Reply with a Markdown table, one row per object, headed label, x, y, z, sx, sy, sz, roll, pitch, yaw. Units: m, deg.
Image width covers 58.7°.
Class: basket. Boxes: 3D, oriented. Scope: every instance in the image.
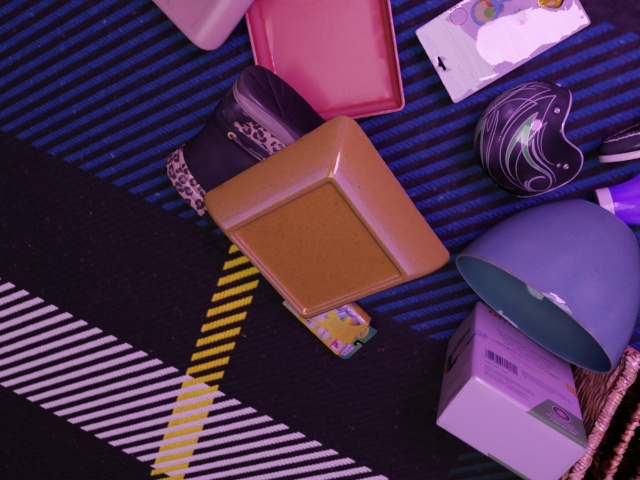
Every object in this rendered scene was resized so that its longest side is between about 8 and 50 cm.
| label | x | y | z | sx | sy | sz | roll | pitch | yaw |
| --- | --- | --- | --- | --- | --- | --- | --- | --- | --- |
| basket | 0.519 | 0.341 | 0.952 | 0.213 | 0.223 | 0.299 | 26 | 92 | 8 |

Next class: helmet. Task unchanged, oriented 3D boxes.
| label | x | y | z | sx | sy | sz | roll | pitch | yaw |
| --- | --- | --- | --- | --- | --- | --- | --- | --- | --- |
| helmet | 0.332 | -0.169 | 0.920 | 0.169 | 0.169 | 0.161 | -27 | 114 | 21 |

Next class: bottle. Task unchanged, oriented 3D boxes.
| label | x | y | z | sx | sy | sz | roll | pitch | yaw |
| --- | --- | --- | --- | --- | --- | --- | --- | --- | --- |
| bottle | 0.597 | -0.076 | 0.912 | 0.282 | 0.092 | 0.118 | -9 | 103 | 18 |

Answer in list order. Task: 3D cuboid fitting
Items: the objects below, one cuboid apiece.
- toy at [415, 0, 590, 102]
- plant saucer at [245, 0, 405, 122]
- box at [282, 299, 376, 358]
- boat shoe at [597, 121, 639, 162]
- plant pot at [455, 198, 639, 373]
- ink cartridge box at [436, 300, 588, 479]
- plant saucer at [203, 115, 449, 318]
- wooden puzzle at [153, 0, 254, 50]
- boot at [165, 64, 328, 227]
| label | x | y | z | sx | sy | sz | roll | pitch | yaw |
| --- | --- | --- | --- | --- | --- | --- | --- | --- | --- |
| toy | 0.294 | -0.346 | 0.933 | 0.237 | 0.056 | 0.137 | -29 | 94 | 16 |
| plant saucer | 0.008 | -0.342 | 1.017 | 0.258 | 0.048 | 0.259 | -7 | 104 | 17 |
| box | 0.023 | 0.151 | 1.168 | 0.179 | 0.043 | 0.105 | 45 | 112 | 1 |
| boat shoe | 0.582 | -0.219 | 0.856 | 0.340 | 0.127 | 0.113 | -19 | 100 | 18 |
| plant pot | 0.399 | 0.048 | 0.932 | 0.290 | 0.290 | 0.195 | 41 | 83 | 0 |
| ink cartridge box | 0.326 | 0.252 | 0.990 | 0.201 | 0.278 | 0.117 | 31 | 115 | 4 |
| plant saucer | 0.000 | 0.000 | 0.985 | 0.333 | 0.081 | 0.333 | -25 | 117 | 30 |
| wooden puzzle | -0.208 | -0.561 | 0.980 | 0.348 | 0.080 | 0.322 | 45 | 112 | 4 |
| boot | -0.084 | -0.107 | 1.062 | 0.284 | 0.138 | 0.377 | -30 | 122 | 35 |
